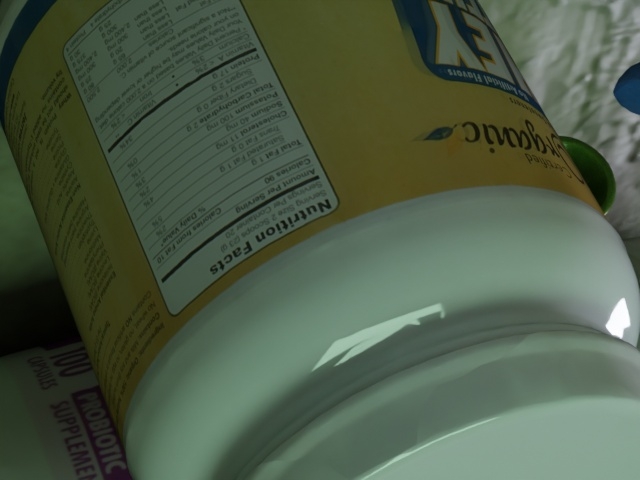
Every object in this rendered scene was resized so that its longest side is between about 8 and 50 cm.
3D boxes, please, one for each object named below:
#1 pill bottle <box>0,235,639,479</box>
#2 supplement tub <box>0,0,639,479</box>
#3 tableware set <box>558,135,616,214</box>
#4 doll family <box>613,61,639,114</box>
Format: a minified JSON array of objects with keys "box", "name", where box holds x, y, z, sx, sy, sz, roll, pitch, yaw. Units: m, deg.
[{"box":[0.023,0.090,0.699,0.301,0.169,0.169,-16,146,-17],"name":"pill bottle"},{"box":[0.000,0.000,0.525,0.144,0.200,0.144,-18,147,-12],"name":"supplement tub"},{"box":[0.026,-0.004,0.640,0.154,0.104,0.024,7,150,-5],"name":"tableware set"},{"box":[0.188,-0.074,0.599,0.118,0.163,0.263,4,159,26],"name":"doll family"}]
